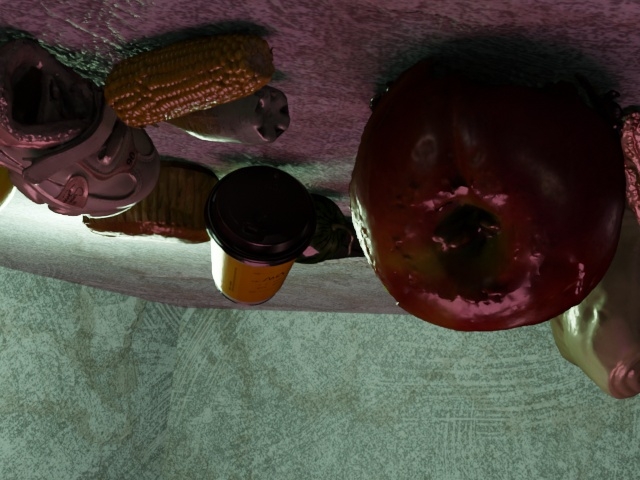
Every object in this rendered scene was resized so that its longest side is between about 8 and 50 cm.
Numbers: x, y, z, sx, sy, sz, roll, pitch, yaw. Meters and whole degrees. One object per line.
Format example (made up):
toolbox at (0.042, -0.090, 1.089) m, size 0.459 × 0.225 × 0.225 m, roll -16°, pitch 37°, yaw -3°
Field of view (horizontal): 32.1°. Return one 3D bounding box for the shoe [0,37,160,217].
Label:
shoe at (-0.346, -0.141, 1.495) m, size 0.351 × 0.172 × 0.198 m, roll 21°, pitch 162°, yaw -37°

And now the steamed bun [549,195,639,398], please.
steamed bun at (0.504, 0.091, 1.851) m, size 0.339 × 0.352 × 0.247 m, roll 10°, pitch 161°, yaw -41°

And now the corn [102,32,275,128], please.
corn at (-0.164, -0.197, 1.352) m, size 0.260 × 0.091 × 0.091 m, roll -6°, pitch 162°, yaw 40°

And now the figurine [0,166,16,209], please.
figurine at (-0.664, -0.130, 1.802) m, size 0.344 × 0.187 × 0.215 m, roll 11°, pitch 180°, yaw 6°

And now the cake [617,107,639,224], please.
cake at (0.468, -0.110, 1.534) m, size 0.098 × 0.135 × 0.287 m, roll 6°, pitch 152°, yaw 28°

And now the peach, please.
peach at (0.204, -0.061, 1.408) m, size 0.339 × 0.353 × 0.416 m, roll 13°, pitch -155°, yaw 7°

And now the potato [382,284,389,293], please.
potato at (0.214, 0.053, 2.324) m, size 0.148 × 0.186 × 0.253 m, roll 48°, pitch -162°, yaw 31°

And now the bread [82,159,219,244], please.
bread at (-0.316, -0.067, 2.057) m, size 0.253 × 0.142 × 0.227 m, roll -2°, pitch 175°, yaw 29°

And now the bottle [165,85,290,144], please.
bottle at (-0.160, -0.178, 1.505) m, size 0.270 × 0.083 × 0.083 m, roll 11°, pitch 176°, yaw 40°

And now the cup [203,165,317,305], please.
cup at (-0.115, 0.000, 1.997) m, size 0.196 × 0.196 × 0.279 m, roll 7°, pitch 151°, yaw -6°

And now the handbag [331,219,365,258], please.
handbag at (0.000, 0.000, 2.427) m, size 0.223 × 0.080 × 0.247 m, roll -2°, pitch 168°, yaw 35°

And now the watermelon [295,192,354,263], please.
watermelon at (-0.008, -0.024, 2.128) m, size 0.187 × 0.140 × 0.141 m, roll -4°, pitch 166°, yaw 42°
